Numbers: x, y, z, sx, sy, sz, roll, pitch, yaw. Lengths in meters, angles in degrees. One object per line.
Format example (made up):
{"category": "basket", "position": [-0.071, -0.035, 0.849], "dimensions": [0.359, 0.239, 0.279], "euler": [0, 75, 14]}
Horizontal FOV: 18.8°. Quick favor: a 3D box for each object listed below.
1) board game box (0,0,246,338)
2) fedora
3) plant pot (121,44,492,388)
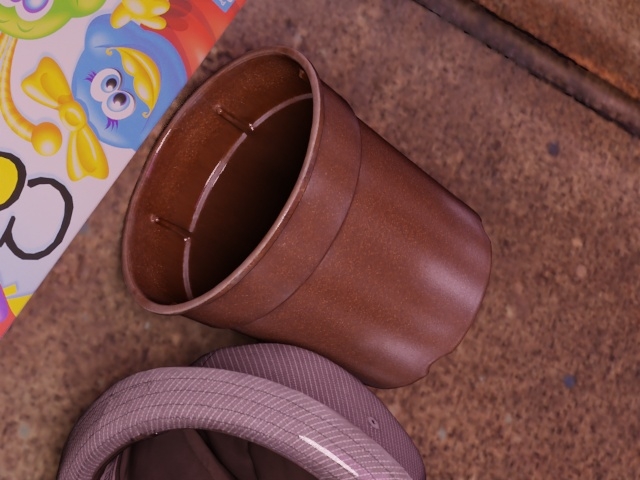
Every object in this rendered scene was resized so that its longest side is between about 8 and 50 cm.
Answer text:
{"category": "board game box", "position": [-0.183, -0.074, 1.014], "dimensions": [0.142, 0.144, 0.275], "euler": [42, 66, -21]}
{"category": "fedora", "position": [-0.017, 0.164, 1.080], "dimensions": [0.275, 0.244, 0.124], "euler": [51, 35, -12]}
{"category": "plant pot", "position": [0.000, 0.000, 1.116], "dimensions": [0.165, 0.167, 0.167], "euler": [31, 71, -33]}
